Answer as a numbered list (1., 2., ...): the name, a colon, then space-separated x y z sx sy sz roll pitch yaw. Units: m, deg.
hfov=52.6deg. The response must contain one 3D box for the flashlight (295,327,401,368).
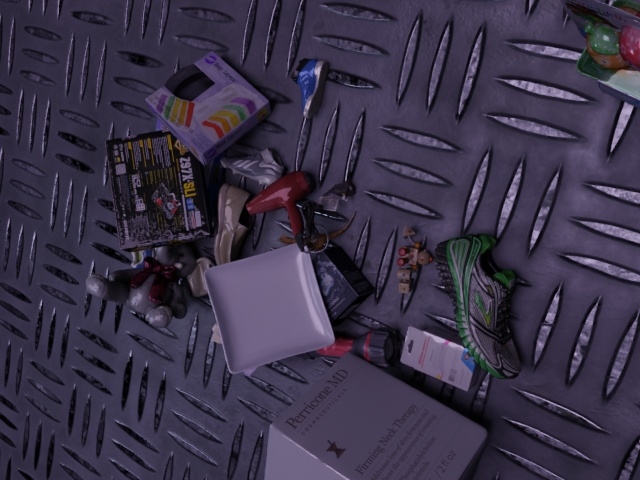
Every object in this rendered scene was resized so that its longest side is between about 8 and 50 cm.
1. flashlight: 0.055 0.274 1.702 0.304 0.103 0.103 0 97 32

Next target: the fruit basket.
1. fruit basket: 0.573 -0.328 1.143 0.327 0.353 0.165 35 112 23

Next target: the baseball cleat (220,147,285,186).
1. baseball cleat: -0.185 -0.219 1.821 0.206 0.072 0.109 25 96 23

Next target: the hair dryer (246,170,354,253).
1. hair dryer: -0.075 -0.089 1.693 0.294 0.080 0.223 9 58 35

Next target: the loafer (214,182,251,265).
1. loafer: -0.247 -0.028 1.855 0.092 0.102 0.268 6 108 8

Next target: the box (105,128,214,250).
1. box: -0.452 -0.145 1.826 0.257 0.079 0.321 -11 84 0

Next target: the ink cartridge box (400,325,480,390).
1. ink cartridge box: 0.296 0.277 1.573 0.181 0.062 0.104 20 106 29

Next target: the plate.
1. plate: -0.131 0.171 1.659 0.277 0.045 0.277 -16 81 -4

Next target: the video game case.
1. video game case: -0.405 -0.225 1.953 0.244 0.061 0.269 22 107 27

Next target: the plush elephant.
1. plush elephant: -0.470 0.102 1.941 0.272 0.330 0.255 24 86 15

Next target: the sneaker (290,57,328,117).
1. sneaker: -0.040 -0.401 1.697 0.085 0.058 0.152 19 102 23

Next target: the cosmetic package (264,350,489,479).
1. cosmetic package: 0.117 0.545 1.520 0.394 0.329 0.327 26 128 26

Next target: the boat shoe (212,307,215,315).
1. boat shoe: -0.238 0.139 1.871 0.084 0.079 0.233 31 127 -24

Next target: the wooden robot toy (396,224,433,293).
1. wooden robot toy: 0.232 0.050 1.582 0.079 0.076 0.173 9 102 20

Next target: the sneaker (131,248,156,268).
1. sneaker: -0.565 -0.005 2.074 0.080 0.081 0.211 0 95 34

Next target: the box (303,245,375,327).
1. box: 0.029 0.126 1.706 0.156 0.093 0.158 -48 70 28

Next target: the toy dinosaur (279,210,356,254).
1. toy dinosaur: 0.000 0.000 1.715 0.212 0.112 0.064 -14 60 -5

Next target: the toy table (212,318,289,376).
1. toy table: -0.174 0.232 1.780 0.161 0.252 0.274 40 105 3

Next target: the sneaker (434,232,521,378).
1. sneaker: 0.378 0.147 1.461 0.146 0.134 0.343 -23 83 32

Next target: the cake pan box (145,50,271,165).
1. cake pan box: -0.310 -0.372 1.788 0.246 0.070 0.267 -39 69 -15
